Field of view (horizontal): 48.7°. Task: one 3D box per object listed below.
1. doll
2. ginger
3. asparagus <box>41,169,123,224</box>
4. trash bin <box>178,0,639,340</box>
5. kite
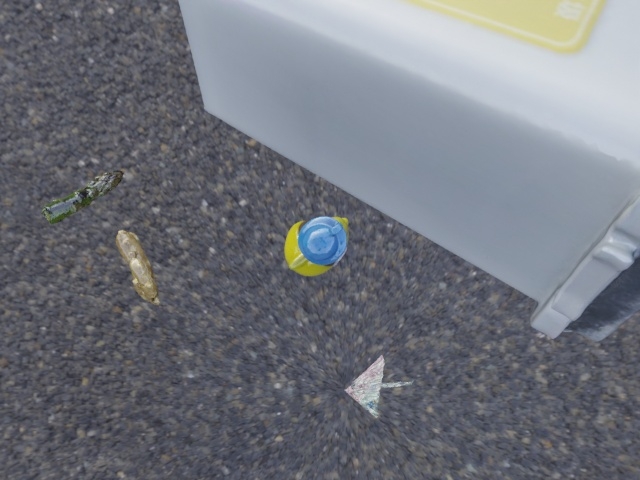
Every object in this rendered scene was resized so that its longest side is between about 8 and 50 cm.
[{"bbox_3d":[0.000,0.000,1.714,0.145,0.363,0.199,46,75,-2],"label":"doll"},{"bbox_3d":[-0.402,0.060,1.556,0.052,0.193,0.176,-22,98,-8],"label":"ginger"},{"bbox_3d":[-0.378,-0.075,1.144,0.036,0.030,0.165,40,45,5],"label":"asparagus"},{"bbox_3d":[0.105,-0.115,0.506,0.368,0.296,0.256,25,69,12],"label":"trash bin"},{"bbox_3d":[0.116,0.288,1.404,0.157,0.011,0.139,-12,48,29],"label":"kite"}]
